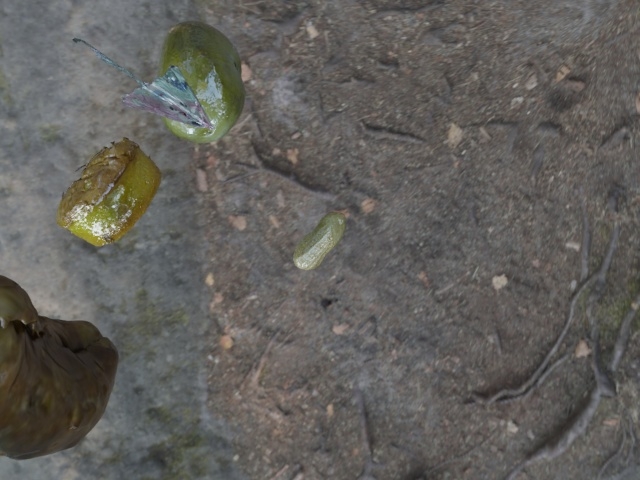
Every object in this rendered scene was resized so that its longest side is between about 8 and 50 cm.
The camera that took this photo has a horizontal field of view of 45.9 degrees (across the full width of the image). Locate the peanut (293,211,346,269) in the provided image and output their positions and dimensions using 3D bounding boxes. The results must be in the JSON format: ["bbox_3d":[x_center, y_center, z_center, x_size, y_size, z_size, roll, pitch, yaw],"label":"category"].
[{"bbox_3d":[0.000,0.000,1.207,0.054,0.054,0.113,43,97,5],"label":"peanut"}]

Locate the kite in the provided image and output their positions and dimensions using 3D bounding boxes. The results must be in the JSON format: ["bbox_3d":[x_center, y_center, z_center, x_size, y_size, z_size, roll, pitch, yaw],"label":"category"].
[{"bbox_3d":[-0.162,-0.143,0.710,0.156,0.011,0.139,33,156,-30],"label":"kite"}]

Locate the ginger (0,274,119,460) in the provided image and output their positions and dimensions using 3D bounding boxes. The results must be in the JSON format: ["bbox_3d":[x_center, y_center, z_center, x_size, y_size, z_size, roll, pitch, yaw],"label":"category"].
[{"bbox_3d":[-0.301,0.132,0.714,0.172,0.321,0.165,-44,80,-10],"label":"ginger"}]

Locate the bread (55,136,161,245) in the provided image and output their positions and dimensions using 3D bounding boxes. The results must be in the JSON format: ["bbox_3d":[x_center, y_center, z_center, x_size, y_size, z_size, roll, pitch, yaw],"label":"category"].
[{"bbox_3d":[-0.473,-0.094,1.704,0.260,0.147,0.160,-46,126,-3],"label":"bread"}]

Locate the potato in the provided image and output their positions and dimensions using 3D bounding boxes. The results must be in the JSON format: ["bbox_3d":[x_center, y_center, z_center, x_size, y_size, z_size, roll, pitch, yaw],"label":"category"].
[{"bbox_3d":[-0.233,-0.309,1.434,0.174,0.159,0.251,-13,67,7],"label":"potato"}]
